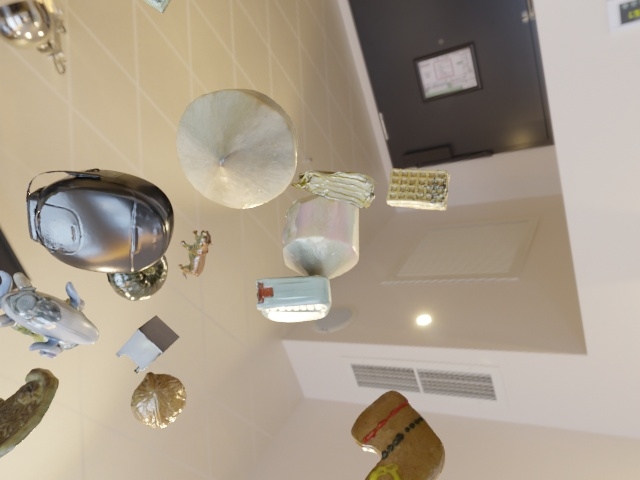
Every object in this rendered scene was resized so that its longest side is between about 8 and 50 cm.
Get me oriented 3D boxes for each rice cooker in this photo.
[{"bbox_3d":[-0.310,-0.031,0.723,0.202,0.142,0.118,13,-155,-3],"label":"rice cooker"}]

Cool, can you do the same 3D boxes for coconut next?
[{"bbox_3d":[0.000,0.000,1.852,0.297,0.297,0.310,-9,-124,25],"label":"coconut"},{"bbox_3d":[-0.200,-0.230,1.240,0.328,0.329,0.329,-17,-160,6],"label":"coconut"}]

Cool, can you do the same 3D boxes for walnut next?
[{"bbox_3d":[-0.303,0.296,0.949,0.105,0.105,0.124,-30,161,-28],"label":"walnut"}]

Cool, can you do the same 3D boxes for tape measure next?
[{"bbox_3d":[-0.089,0.190,1.705,0.243,0.125,0.246,-2,158,-3],"label":"tape measure"}]

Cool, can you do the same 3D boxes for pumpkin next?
[{"bbox_3d":[-0.628,0.100,1.757,0.157,0.224,0.223,2,-153,31],"label":"pumpkin"}]

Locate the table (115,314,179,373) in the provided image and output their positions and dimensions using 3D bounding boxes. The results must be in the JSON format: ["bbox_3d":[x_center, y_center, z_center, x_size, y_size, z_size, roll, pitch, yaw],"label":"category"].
[{"bbox_3d":[-0.356,0.217,1.043,0.082,0.070,0.083,-45,-177,13],"label":"table"}]

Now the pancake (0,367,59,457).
[{"bbox_3d":[-0.596,0.336,0.950,0.235,0.029,0.212,-36,-148,-10],"label":"pancake"}]

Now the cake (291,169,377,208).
[{"bbox_3d":[0.025,-0.125,1.087,0.116,0.080,0.185,15,-171,-33],"label":"cake"}]

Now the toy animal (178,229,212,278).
[{"bbox_3d":[-0.411,0.050,1.647,0.056,0.241,0.099,-17,-129,-43],"label":"toy animal"}]

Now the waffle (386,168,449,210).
[{"bbox_3d":[0.244,-0.129,1.269,0.147,0.042,0.103,6,-111,17],"label":"waffle"}]

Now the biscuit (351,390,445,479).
[{"bbox_3d":[0.182,0.565,1.367,0.262,0.052,0.277,-33,-134,-8],"label":"biscuit"}]

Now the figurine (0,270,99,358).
[{"bbox_3d":[-0.499,0.136,0.910,0.184,0.208,0.128,120,-7,-64],"label":"figurine"}]

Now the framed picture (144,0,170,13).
[{"bbox_3d":[-0.409,-0.679,1.119,0.231,0.293,0.018,-57,177,6],"label":"framed picture"}]
